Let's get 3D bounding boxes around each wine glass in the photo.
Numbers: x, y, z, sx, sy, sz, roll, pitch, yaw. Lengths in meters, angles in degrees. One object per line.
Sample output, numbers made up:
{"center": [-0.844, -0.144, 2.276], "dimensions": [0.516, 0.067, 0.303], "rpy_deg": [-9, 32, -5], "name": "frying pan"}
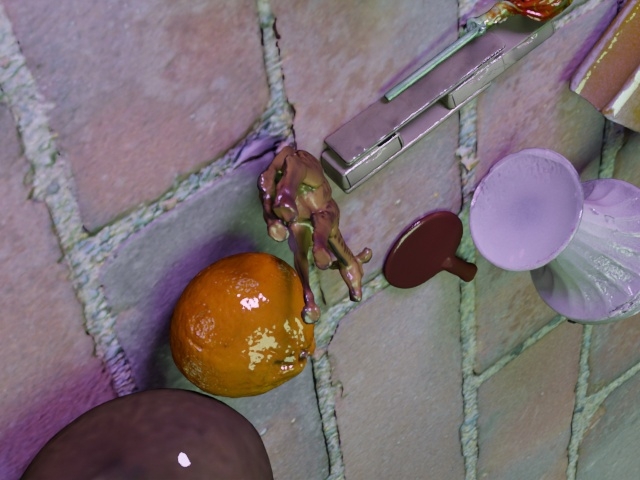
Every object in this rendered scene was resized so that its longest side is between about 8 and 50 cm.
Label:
{"center": [0.259, -0.006, 1.527], "dimensions": [0.165, 0.165, 0.196], "rpy_deg": [-51, 145, 11], "name": "wine glass"}

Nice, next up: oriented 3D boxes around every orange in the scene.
{"center": [-0.065, 0.075, 1.281], "dimensions": [0.136, 0.117, 0.135], "rpy_deg": [-23, 122, -43], "name": "orange"}

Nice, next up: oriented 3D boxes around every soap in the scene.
{"center": [0.361, -0.219, 1.466], "dimensions": [0.232, 0.073, 0.140], "rpy_deg": [-55, 152, 16], "name": "soap"}

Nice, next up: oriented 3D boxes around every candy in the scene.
{"center": [0.138, -0.182, 1.285], "dimensions": [0.201, 0.060, 0.060], "rpy_deg": [-35, 149, -1], "name": "candy"}

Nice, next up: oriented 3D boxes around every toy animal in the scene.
{"center": [-0.003, -0.009, 1.277], "dimensions": [0.054, 0.149, 0.275], "rpy_deg": [-19, 179, 8], "name": "toy animal"}

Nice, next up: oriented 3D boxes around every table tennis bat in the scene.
{"center": [0.121, 0.017, 1.524], "dimensions": [0.098, 0.019, 0.155], "rpy_deg": [-51, 146, 10], "name": "table tennis bat"}

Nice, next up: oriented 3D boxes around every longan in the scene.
{"center": [-0.160, 0.248, 1.285], "dimensions": [0.246, 0.215, 0.246], "rpy_deg": [-37, 136, -45], "name": "longan"}

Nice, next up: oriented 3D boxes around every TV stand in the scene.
{"center": [0.106, -0.134, 1.309], "dimensions": [0.249, 0.036, 0.042], "rpy_deg": [-37, 147, -11], "name": "TV stand"}
